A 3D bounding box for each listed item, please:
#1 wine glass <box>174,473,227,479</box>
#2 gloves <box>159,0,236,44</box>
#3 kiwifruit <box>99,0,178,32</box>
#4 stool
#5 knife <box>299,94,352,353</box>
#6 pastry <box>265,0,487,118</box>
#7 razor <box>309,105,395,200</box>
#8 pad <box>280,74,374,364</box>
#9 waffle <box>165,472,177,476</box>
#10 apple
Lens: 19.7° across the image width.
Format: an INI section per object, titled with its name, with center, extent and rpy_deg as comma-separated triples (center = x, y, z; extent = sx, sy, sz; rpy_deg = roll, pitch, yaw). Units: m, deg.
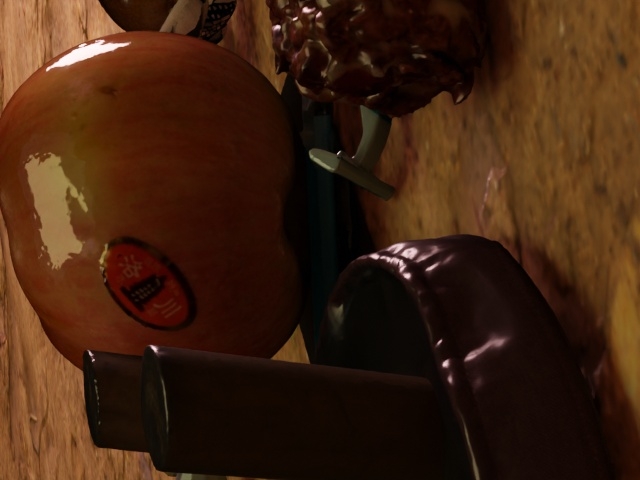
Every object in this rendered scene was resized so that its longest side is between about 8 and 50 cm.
[wine glass]
center = -0.081, 0.188, 1.257
extent = 0.073, 0.073, 0.155
rpy_deg = -149, 59, -68
[gloves]
center = -0.104, -0.069, 1.215
extent = 0.127, 0.111, 0.212
rpy_deg = -115, 21, -52
[kiwifruit]
center = -0.125, -0.184, 1.300
extent = 0.124, 0.075, 0.075
rpy_deg = -130, 39, -54
[stool]
center = 0.006, 0.137, 0.808
extent = 0.272, 0.178, 0.272
rpy_deg = 175, 90, -73
[knife]
center = 0.006, 0.033, 1.016
extent = 0.044, 0.026, 0.296
rpy_deg = -125, 31, -79
[pastry]
center = 0.014, -0.155, 0.843
extent = 0.115, 0.097, 0.208
rpy_deg = 136, 126, -59
[razor]
center = 0.016, -0.119, 0.949
extent = 0.068, 0.037, 0.191
rpy_deg = 27, -126, -61
[pad]
center = 0.000, 0.000, 1.071
extent = 0.143, 0.003, 0.211
rpy_deg = 111, 149, -52
[waffle]
center = -0.128, 0.050, 1.388
extent = 0.223, 0.054, 0.204
rpy_deg = -113, 26, -46
[apple]
center = -0.090, -0.014, 1.015
extent = 0.209, 0.164, 0.209
rpy_deg = -5, -90, -84
